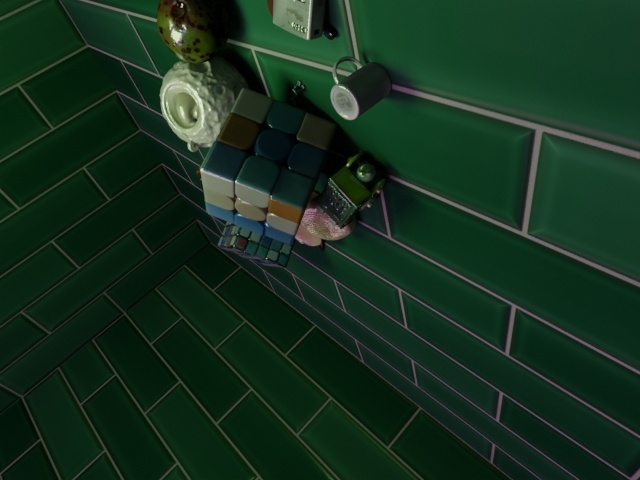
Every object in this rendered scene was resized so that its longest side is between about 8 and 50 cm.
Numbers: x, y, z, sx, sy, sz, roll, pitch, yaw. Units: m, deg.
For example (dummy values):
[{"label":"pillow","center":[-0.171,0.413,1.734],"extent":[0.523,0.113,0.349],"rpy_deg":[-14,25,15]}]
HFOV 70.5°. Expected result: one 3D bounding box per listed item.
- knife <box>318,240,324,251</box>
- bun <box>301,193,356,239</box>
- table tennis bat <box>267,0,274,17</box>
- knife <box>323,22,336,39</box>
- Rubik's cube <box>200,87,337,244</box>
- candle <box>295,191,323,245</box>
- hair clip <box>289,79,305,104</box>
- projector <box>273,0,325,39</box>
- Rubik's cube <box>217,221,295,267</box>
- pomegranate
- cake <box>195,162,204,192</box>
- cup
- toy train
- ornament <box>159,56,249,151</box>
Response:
[{"label":"knife","center":[0.000,0.000,2.227],"extent":[0.060,0.028,0.230],"rpy_deg":[54,165,20]},{"label":"bun","center":[0.033,-0.104,1.789],"extent":[0.231,0.133,0.231],"rpy_deg":[10,141,8]},{"label":"table tennis bat","center":[-0.098,-0.644,1.263],"extent":[0.156,0.013,0.087],"rpy_deg":[30,151,43]},{"label":"knife","center":[-0.004,-0.572,1.194],"extent":[0.121,0.018,0.031],"rpy_deg":[45,166,9]},{"label":"Rubik's cube","center":[-0.177,-0.235,1.541],"extent":[0.344,0.346,0.347],"rpy_deg":[20,157,-2]},{"label":"candle","center":[-0.077,-0.135,1.993],"extent":[0.317,0.131,0.287],"rpy_deg":[40,152,-3]},{"label":"hair clip","center":[-0.086,-0.482,1.496],"extent":[0.030,0.039,0.115],"rpy_deg":[54,162,0]},{"label":"projector","center":[-0.055,-0.598,1.162],"extent":[0.147,0.061,0.115],"rpy_deg":[38,142,28]},{"label":"Rubik's cube","center":[-0.293,-0.047,2.211],"extent":[0.292,0.286,0.293],"rpy_deg":[24,169,-23]},{"label":"pomegranate","center":[-0.418,-0.698,1.503],"extent":[0.242,0.242,0.306],"rpy_deg":[50,168,-5]},{"label":"cake","center":[-0.482,-0.325,2.210],"extent":[0.196,0.293,0.198],"rpy_deg":[19,149,52]},{"label":"cup","center":[0.090,-0.394,1.166],"extent":[0.136,0.133,0.099],"rpy_deg":[41,155,16]},{"label":"toy train","center":[0.100,-0.162,1.489],"extent":[0.159,0.188,0.271],"rpy_deg":[48,162,4]},{"label":"ornament","center":[-0.417,-0.519,1.693],"extent":[0.337,0.337,0.337],"rpy_deg":[40,158,20]}]
